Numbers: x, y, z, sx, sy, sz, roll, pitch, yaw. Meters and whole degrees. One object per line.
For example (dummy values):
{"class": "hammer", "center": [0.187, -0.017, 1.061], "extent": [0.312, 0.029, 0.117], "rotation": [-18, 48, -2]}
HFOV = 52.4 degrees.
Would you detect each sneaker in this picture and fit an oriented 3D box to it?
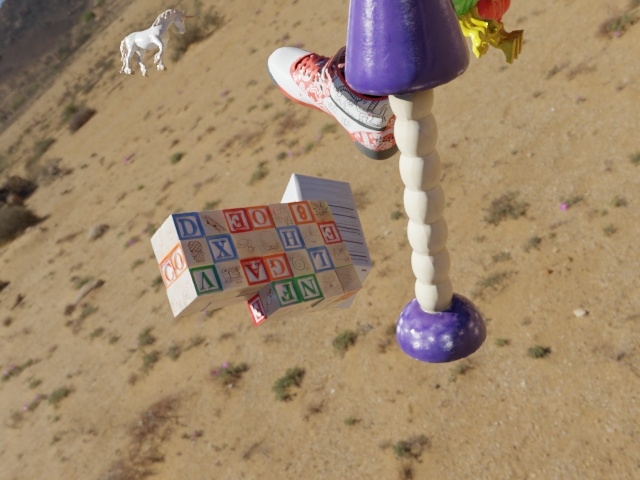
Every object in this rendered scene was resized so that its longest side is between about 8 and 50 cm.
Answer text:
{"class": "sneaker", "center": [0.018, -0.244, 0.951], "extent": [0.090, 0.145, 0.270], "rotation": [-40, 67, -15]}

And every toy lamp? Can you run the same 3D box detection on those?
{"class": "toy lamp", "center": [0.068, -0.042, 0.437], "extent": [0.080, 0.275, 0.080], "rotation": [-11, 28, 6]}

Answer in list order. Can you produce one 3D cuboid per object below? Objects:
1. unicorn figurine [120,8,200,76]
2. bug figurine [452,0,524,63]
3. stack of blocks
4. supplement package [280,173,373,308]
{"class": "unicorn figurine", "center": [-0.306, -0.365, 1.202], "extent": [0.161, 0.111, 0.060], "rotation": [-5, -8, 11]}
{"class": "bug figurine", "center": [0.138, -0.284, 0.547], "extent": [0.072, 0.279, 0.216], "rotation": [13, 33, 23]}
{"class": "stack of blocks", "center": [-0.094, 0.039, 1.023], "extent": [0.297, 0.171, 0.087], "rotation": [-8, -21, -40]}
{"class": "supplement package", "center": [0.000, 0.000, 1.330], "extent": [0.244, 0.133, 0.139], "rotation": [-102, 28, -43]}
